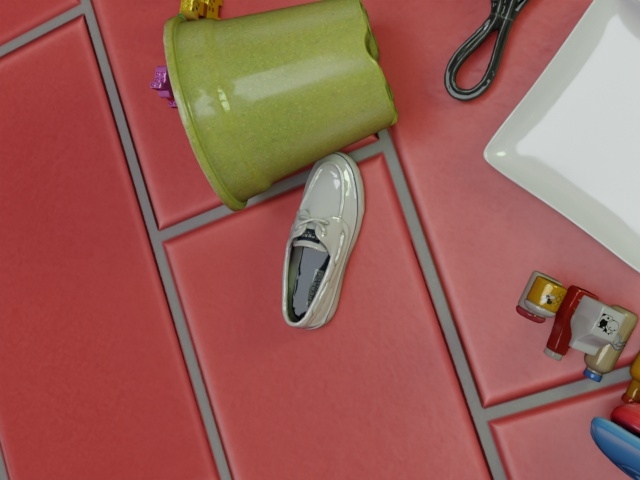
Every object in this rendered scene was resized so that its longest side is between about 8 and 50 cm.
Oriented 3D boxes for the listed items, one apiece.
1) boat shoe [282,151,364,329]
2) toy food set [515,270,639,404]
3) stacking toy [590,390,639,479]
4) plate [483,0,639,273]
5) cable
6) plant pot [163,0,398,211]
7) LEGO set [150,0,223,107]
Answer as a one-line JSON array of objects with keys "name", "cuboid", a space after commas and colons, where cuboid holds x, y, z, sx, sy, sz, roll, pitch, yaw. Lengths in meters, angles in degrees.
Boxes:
[{"name": "boat shoe", "cuboid": [0.000, 0.000, 1.333, 0.095, 0.084, 0.258, 7, 91, 22]}, {"name": "toy food set", "cuboid": [0.320, 0.119, 1.169, 0.105, 0.232, 0.111, -65, 29, 8]}, {"name": "stacking toy", "cuboid": [0.475, 0.168, 1.120, 0.302, 0.175, 0.165, -54, 37, -5]}, {"name": "plate", "cuboid": [0.396, -0.138, 1.205, 0.278, 0.045, 0.277, 39, 101, 18]}, {"name": "cable", "cuboid": [0.253, -0.324, 1.277, 0.139, 0.072, 0.287, 12, 105, 4]}, {"name": "plant pot", "cuboid": [-0.039, -0.206, 1.280, 0.253, 0.276, 0.276, -16, 82, 9]}, {"name": "LEGO set", "cuboid": [-0.200, -0.318, 1.417, 0.087, 0.093, 0.227, 4, 90, 21]}]
